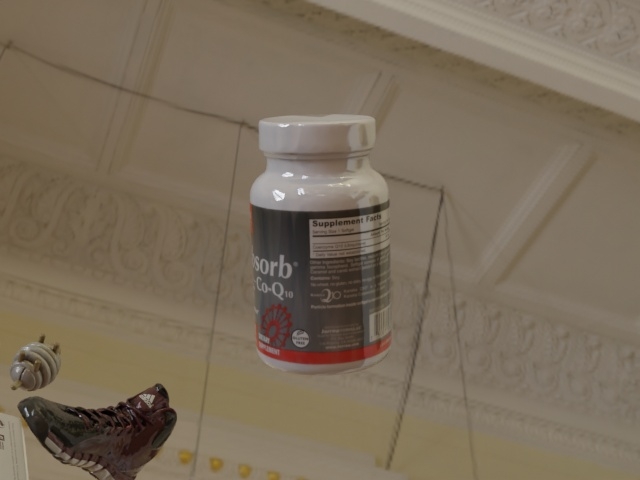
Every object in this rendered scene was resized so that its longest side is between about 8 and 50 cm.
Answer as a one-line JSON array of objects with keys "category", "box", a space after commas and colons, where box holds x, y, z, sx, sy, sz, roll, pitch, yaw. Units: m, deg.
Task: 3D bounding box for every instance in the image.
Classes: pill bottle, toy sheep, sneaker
[{"category": "pill bottle", "box": [0.000, 0.000, 1.371, 0.210, 0.210, 0.363, -1, -78, 3]}, {"category": "toy sheep", "box": [-0.508, 0.223, 1.634, 0.091, 0.132, 0.091, 11, -63, 21]}, {"category": "sneaker", "box": [-0.306, 0.252, 1.333, 0.162, 0.106, 0.281, -42, -33, -8]}]

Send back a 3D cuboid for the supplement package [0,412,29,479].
[{"category": "supplement package", "box": [-0.360, 0.272, 0.708, 0.262, 0.204, 0.145, -39, -42, 19]}]
